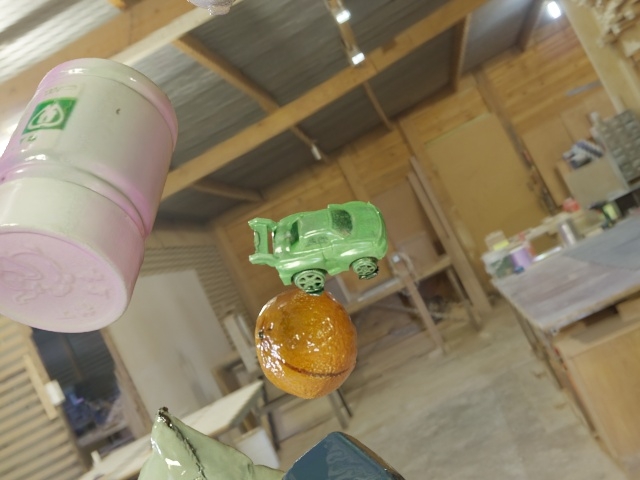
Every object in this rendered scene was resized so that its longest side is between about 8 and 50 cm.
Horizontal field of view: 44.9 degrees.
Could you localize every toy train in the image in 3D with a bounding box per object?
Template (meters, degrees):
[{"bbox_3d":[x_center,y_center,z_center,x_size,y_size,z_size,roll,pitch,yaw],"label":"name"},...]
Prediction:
[{"bbox_3d":[0.000,0.000,0.902,0.149,0.099,0.081,-17,-40,15],"label":"toy train"}]

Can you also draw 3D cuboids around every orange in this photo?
[{"bbox_3d":[-0.029,0.172,1.313,0.161,0.193,0.193,-6,-12,-28],"label":"orange"}]

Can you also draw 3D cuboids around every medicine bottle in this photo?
[{"bbox_3d":[-0.317,-0.066,1.022,0.212,0.212,0.325,-28,39,31],"label":"medicine bottle"}]

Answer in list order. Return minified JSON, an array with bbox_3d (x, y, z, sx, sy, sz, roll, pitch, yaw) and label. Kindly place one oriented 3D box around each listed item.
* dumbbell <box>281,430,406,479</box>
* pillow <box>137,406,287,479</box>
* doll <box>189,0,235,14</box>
[{"bbox_3d":[-0.055,0.284,0.530,0.325,0.144,0.160,-37,26,-18],"label":"dumbbell"},{"bbox_3d":[-0.133,0.421,1.034,0.119,0.313,0.310,83,-152,-84],"label":"pillow"},{"bbox_3d":[-0.150,-0.476,1.138,0.151,0.287,0.151,6,-2,0],"label":"doll"}]
